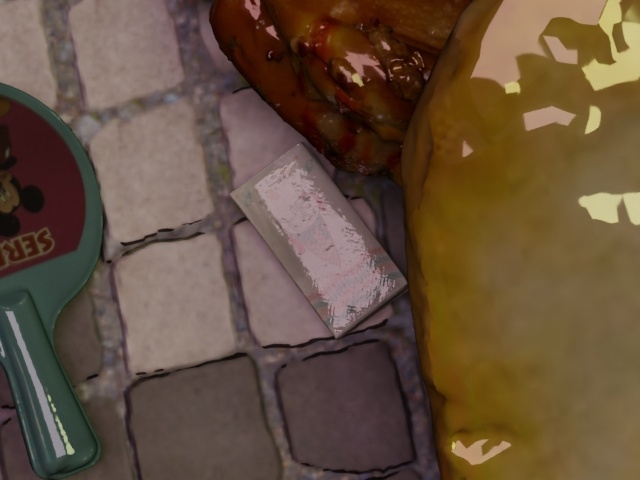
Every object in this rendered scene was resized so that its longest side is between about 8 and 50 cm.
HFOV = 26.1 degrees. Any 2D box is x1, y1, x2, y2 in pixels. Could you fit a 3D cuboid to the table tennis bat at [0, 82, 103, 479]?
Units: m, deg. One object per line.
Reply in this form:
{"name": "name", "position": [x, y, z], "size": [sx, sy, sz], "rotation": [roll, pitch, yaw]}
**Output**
{"name": "table tennis bat", "position": [-0.187, 0.021, 0.800], "size": [0.153, 0.040, 0.244], "rotation": [-20, 86, -26]}

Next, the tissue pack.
{"name": "tissue pack", "position": [0.000, 0.000, 0.810], "size": [0.056, 0.023, 0.108], "rotation": [-37, 79, -2]}

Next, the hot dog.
{"name": "hot dog", "position": [0.057, -0.108, 0.765], "size": [0.257, 0.150, 0.153], "rotation": [22, 74, 7]}

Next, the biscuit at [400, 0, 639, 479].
{"name": "biscuit", "position": [0.243, 0.007, 0.688], "size": [0.429, 0.104, 0.446], "rotation": [-20, 104, 0]}
